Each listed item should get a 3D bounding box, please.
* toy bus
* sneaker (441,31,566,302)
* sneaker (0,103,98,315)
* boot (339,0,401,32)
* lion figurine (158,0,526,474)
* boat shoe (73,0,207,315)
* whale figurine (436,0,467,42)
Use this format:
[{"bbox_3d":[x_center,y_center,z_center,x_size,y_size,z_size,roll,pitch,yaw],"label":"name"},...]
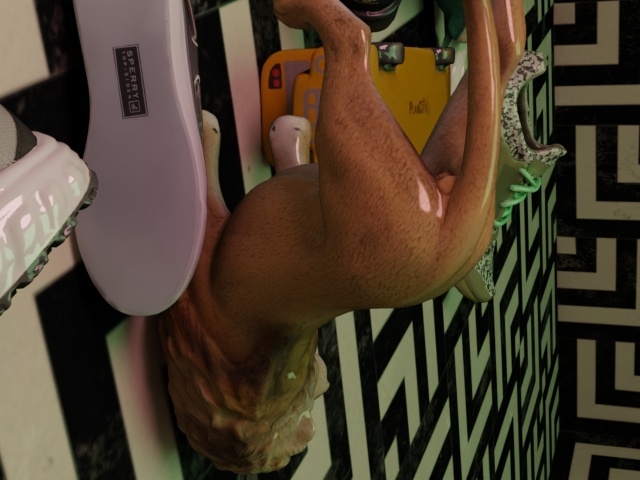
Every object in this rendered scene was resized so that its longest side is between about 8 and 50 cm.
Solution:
[{"bbox_3d":[0.044,-0.123,0.874,0.333,0.130,0.108,-26,117,-67],"label":"toy bus"},{"bbox_3d":[0.257,-0.093,1.369,0.158,0.182,0.410,-50,138,-59],"label":"sneaker"},{"bbox_3d":[-0.195,0.039,0.340,0.108,0.100,0.271,44,50,-22],"label":"sneaker"},{"bbox_3d":[0.058,-0.325,0.787,0.207,0.094,0.246,109,-13,-64],"label":"boot"},{"bbox_3d":[0.000,0.000,0.570,0.392,0.142,0.240,140,-50,-59],"label":"lion figurine"},{"bbox_3d":[-0.105,-0.072,0.576,0.076,0.080,0.228,-45,130,-76],"label":"boat shoe"},{"bbox_3d":[0.215,-0.365,1.242,0.216,0.141,0.272,-59,179,14],"label":"whale figurine"}]
